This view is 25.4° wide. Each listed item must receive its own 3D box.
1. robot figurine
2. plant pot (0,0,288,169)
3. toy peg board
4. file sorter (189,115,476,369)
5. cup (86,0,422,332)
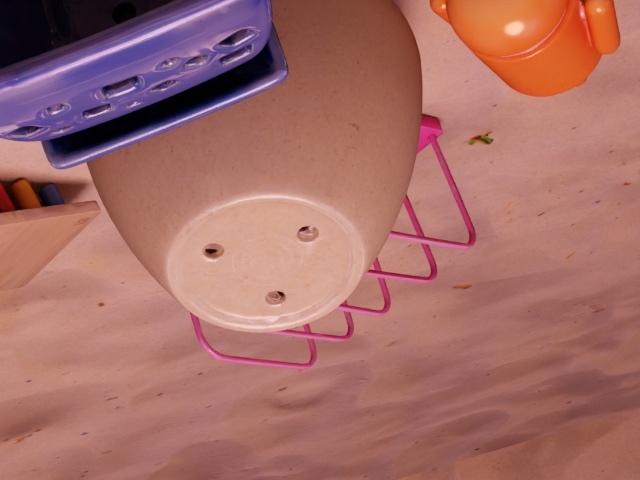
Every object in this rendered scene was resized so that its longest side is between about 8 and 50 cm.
[{"bbox_3d":[0.203,-0.219,1.379,0.128,0.158,0.219,-45,148,11],"label":"robot figurine"},{"bbox_3d":[-0.162,-0.198,1.057,0.236,0.236,0.212,-22,161,4],"label":"plant pot"},{"bbox_3d":[-0.344,-0.012,1.477,0.161,0.079,0.160,-39,164,35],"label":"toy peg board"},{"bbox_3d":[0.000,0.000,1.600,0.202,0.182,0.290,10,142,-45],"label":"file sorter"},{"bbox_3d":[-0.055,-0.060,1.263,0.331,0.237,0.331,-5,135,-5],"label":"cup"}]
